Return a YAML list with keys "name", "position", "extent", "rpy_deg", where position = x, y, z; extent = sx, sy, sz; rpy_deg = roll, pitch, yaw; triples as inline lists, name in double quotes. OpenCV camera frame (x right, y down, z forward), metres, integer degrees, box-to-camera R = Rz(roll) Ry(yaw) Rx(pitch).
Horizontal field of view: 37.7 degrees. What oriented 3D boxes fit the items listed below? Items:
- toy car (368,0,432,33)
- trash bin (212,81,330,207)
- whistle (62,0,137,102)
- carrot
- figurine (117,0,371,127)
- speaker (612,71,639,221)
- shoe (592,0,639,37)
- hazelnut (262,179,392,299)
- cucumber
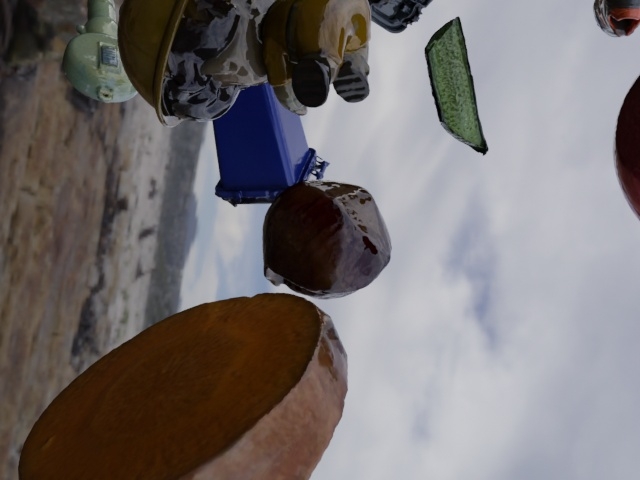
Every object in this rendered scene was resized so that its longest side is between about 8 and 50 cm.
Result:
- name: "toy car"
  position: [0.161, -0.474, 1.684]
  extent: [0.191, 0.097, 0.100]
  rpy_deg: [-44, -137, 27]
- name: "trash bin"
  position: [-0.096, -0.186, 1.596]
  extent: [0.162, 0.184, 0.235]
  rpy_deg: [-70, 155, -54]
- name: "whistle"
  position: [-0.340, -0.304, 1.474]
  extent: [0.067, 0.126, 0.258]
  rpy_deg: [-57, -147, 37]
- name: "carrot"
  position: [-0.114, 0.162, 0.833]
  extent: [0.100, 0.307, 0.258]
  rpy_deg: [60, 0, -32]
- name: "figurine"
  position: [-0.076, -0.201, 0.904]
  extent: [0.192, 0.256, 0.167]
  rpy_deg: [-54, 136, -49]
- name: "speaker"
  position: [0.483, -0.104, 1.067]
  extent: [0.294, 0.294, 0.294]
  rpy_deg: [-171, -90, -78]
- name: "shoe"
  position: [0.449, -0.336, 1.408]
  extent: [0.194, 0.074, 0.077]
  rpy_deg: [42, 51, -75]
- name: "hazelnut"
  position: [0.008, -0.002, 1.249]
  extent: [0.201, 0.170, 0.161]
  rpy_deg: [-17, 107, -89]
- name: "cucumber"
  position: [0.199, -0.225, 1.436]
  extent: [0.046, 0.070, 0.220]
  rpy_deg: [20, -49, 61]
